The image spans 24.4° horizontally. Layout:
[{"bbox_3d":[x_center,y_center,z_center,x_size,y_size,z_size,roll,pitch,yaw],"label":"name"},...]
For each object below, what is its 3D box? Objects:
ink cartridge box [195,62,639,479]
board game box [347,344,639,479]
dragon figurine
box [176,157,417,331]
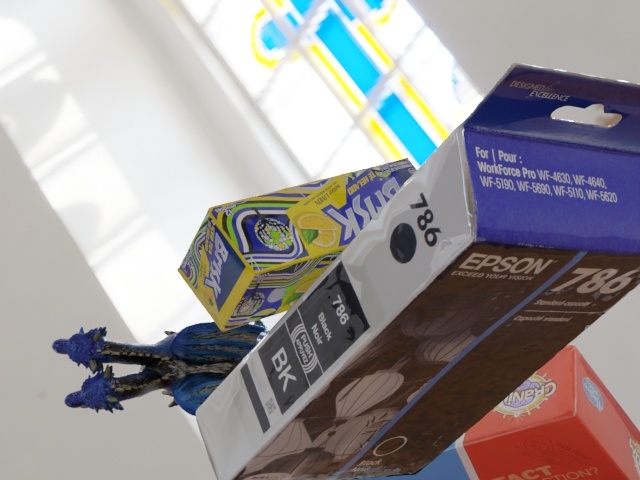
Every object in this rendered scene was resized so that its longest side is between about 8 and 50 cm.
[{"bbox_3d":[0.078,0.036,0.854,0.165,0.065,0.332,3,-39,-38],"label":"ink cartridge box"},{"bbox_3d":[0.159,0.224,1.166,0.242,0.064,0.316,-20,-48,27],"label":"board game box"},{"bbox_3d":[-0.088,0.113,1.313,0.289,0.085,0.144,-1,-1,5],"label":"dragon figurine"},{"bbox_3d":[0.000,0.000,0.910,0.169,0.054,0.059,-17,-30,-40],"label":"box"}]
